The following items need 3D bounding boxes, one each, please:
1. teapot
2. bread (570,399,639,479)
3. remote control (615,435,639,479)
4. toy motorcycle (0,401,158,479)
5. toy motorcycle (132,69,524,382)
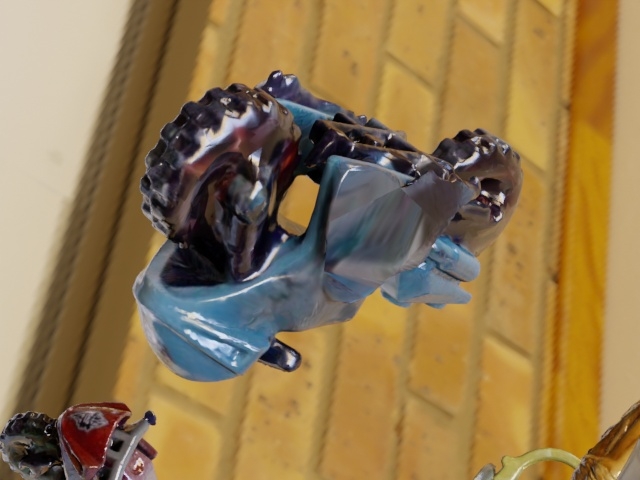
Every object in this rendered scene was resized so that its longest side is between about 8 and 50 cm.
[{"bbox_3d":[0.197,0.277,1.483,0.119,0.130,0.166,32,-97,17],"label":"teapot"},{"bbox_3d":[0.227,0.164,1.083,0.110,0.083,0.044,-40,-133,-21],"label":"bread"},{"bbox_3d":[0.130,0.132,0.627,0.027,0.184,0.050,-26,-115,-14],"label":"remote control"},{"bbox_3d":[-0.138,0.190,1.125,0.122,0.213,0.082,-34,-159,47],"label":"toy motorcycle"},{"bbox_3d":[0.000,0.000,1.187,0.172,0.416,0.232,37,-69,35],"label":"toy motorcycle"}]
